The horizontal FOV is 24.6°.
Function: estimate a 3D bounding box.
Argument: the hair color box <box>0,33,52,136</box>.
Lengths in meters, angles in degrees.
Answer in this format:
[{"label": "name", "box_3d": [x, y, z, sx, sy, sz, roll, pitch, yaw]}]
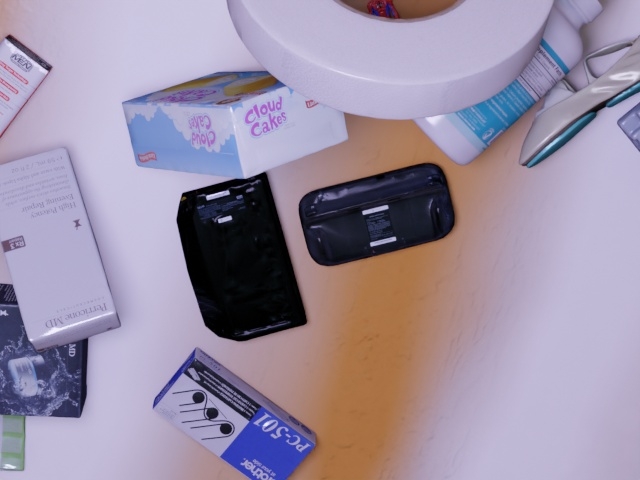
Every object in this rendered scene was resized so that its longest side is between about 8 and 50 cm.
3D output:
[{"label": "hair color box", "box_3d": [-0.413, -0.185, 1.874, 0.072, 0.043, 0.141, 38, 101, -11]}]

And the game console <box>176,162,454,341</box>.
[{"label": "game console", "box_3d": [0.000, 0.000, 1.939, 0.361, 0.044, 0.213, -14, 106, 2]}]

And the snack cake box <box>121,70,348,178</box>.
[{"label": "snack cake box", "box_3d": [-0.107, -0.144, 1.764, 0.152, 0.264, 0.089, -21, 107, -32]}]

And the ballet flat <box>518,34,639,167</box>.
[{"label": "ballet flat", "box_3d": [0.345, -0.190, 1.891, 0.248, 0.086, 0.086, -34, 103, 5]}]

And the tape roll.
[{"label": "tape roll", "box_3d": [0.079, -0.312, 1.710, 0.392, 0.392, 0.072, 3, 147, -3]}]

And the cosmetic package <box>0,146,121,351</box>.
[{"label": "cosmetic package", "box_3d": [-0.340, 0.012, 1.853, 0.117, 0.085, 0.231, -18, 76, -8]}]

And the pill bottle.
[{"label": "pill bottle", "box_3d": [0.225, -0.229, 1.834, 0.264, 0.146, 0.146, -43, 102, 8]}]

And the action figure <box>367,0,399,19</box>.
[{"label": "action figure", "box_3d": [0.086, -0.272, 1.879, 0.038, 0.030, 0.115, -17, 103, 8]}]

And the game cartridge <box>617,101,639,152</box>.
[{"label": "game cartridge", "box_3d": [0.555, -0.107, 1.926, 0.198, 0.062, 0.297, -40, 102, 4]}]

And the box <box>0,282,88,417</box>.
[{"label": "box", "box_3d": [-0.388, 0.144, 1.936, 0.158, 0.093, 0.156, 3, 104, -4]}]

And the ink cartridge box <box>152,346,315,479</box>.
[{"label": "ink cartridge box", "box_3d": [-0.117, 0.246, 1.996, 0.207, 0.046, 0.097, 38, 102, -11]}]

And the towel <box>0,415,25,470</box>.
[{"label": "towel", "box_3d": [-0.479, 0.262, 1.999, 0.152, 0.023, 0.113, 3, 105, -3]}]
